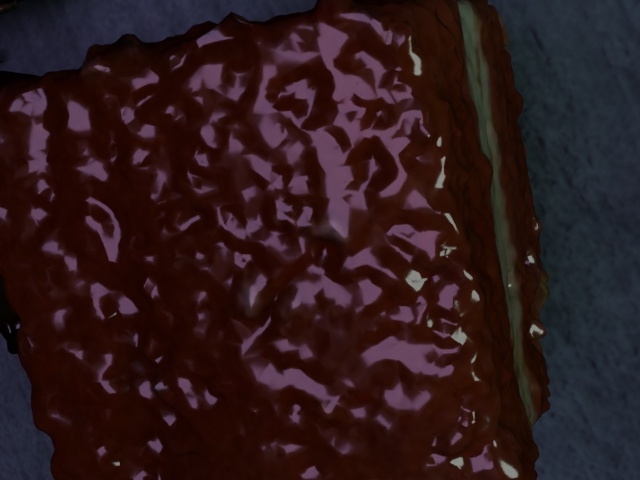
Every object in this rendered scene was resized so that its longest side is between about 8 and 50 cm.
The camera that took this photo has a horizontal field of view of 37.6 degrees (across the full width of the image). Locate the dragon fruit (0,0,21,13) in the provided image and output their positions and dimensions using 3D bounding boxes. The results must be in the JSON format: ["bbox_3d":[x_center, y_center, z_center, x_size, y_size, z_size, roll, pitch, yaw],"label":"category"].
[{"bbox_3d":[-0.318,-0.292,0.730,0.250,0.269,0.291,36,106,26],"label":"dragon fruit"}]

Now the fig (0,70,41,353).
[{"bbox_3d":[-0.269,-0.026,0.749,0.235,0.235,0.214,4,98,23],"label":"fig"}]

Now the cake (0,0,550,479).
[{"bbox_3d":[0.000,0.000,0.591,0.269,0.319,0.270,-8,99,22],"label":"cake"}]
